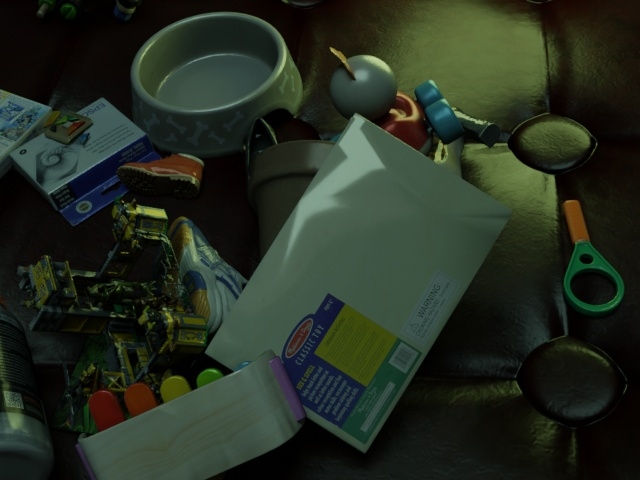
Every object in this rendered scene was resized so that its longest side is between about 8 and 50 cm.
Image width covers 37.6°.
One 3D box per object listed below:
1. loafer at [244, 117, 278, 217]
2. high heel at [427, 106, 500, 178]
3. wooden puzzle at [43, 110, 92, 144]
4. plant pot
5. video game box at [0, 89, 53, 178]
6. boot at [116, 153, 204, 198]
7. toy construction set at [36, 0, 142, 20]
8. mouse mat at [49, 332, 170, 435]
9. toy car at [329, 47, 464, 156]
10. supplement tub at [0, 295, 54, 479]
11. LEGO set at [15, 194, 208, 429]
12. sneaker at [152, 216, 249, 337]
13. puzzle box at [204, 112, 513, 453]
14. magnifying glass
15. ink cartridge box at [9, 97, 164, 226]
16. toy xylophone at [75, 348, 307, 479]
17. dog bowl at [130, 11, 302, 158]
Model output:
[{"bbox_3d":[-0.103,-0.128,1.685,0.076,0.078,0.223,-10,49,0],"label":"loafer"},{"bbox_3d":[0.181,-0.132,1.676,0.261,0.093,0.186,-42,27,-6],"label":"high heel"},{"bbox_3d":[-0.483,-0.218,1.794,0.116,0.014,0.078,15,53,24],"label":"wooden puzzle"},{"bbox_3d":[0.000,0.000,1.477,0.263,0.263,0.229,5,68,12],"label":"plant pot"},{"bbox_3d":[-0.659,-0.217,1.857,0.205,0.048,0.187,21,59,23],"label":"video game box"},{"bbox_3d":[-0.292,-0.127,1.729,0.158,0.059,0.085,9,48,4],"label":"boot"},{"bbox_3d":[-0.488,-0.662,2.062,0.257,0.309,0.237,9,46,5],"label":"toy construction set"},{"bbox_3d":[-0.322,0.221,1.468,0.152,0.007,0.190,5,52,12],"label":"mouse mat"},{"bbox_3d":[0.085,-0.239,1.593,0.219,0.238,0.210,-30,26,10],"label":"toy car"},{"bbox_3d":[-0.510,0.223,1.369,0.193,0.193,0.316,-20,51,-9],"label":"supplement tub"},{"bbox_3d":[-0.327,0.096,1.393,0.192,0.255,0.331,9,49,-39],"label":"LEGO set"},{"bbox_3d":[-0.186,0.071,1.528,0.131,0.112,0.296,20,23,-29],"label":"sneaker"},{"bbox_3d":[0.054,0.059,1.346,0.272,0.052,0.409,33,86,0],"label":"puzzle box"},{"bbox_3d":[0.428,0.027,1.522,0.092,0.026,0.231,-5,51,4],"label":"magnifying glass"},{"bbox_3d":[-0.438,-0.155,1.775,0.223,0.045,0.224,-37,55,-22],"label":"ink cartridge box"},{"bbox_3d":[-0.172,0.292,1.275,0.322,0.081,0.236,-16,93,4],"label":"toy xylophone"},{"bbox_3d":[-0.212,-0.318,1.847,0.348,0.102,0.349,-4,49,5],"label":"dog bowl"}]
